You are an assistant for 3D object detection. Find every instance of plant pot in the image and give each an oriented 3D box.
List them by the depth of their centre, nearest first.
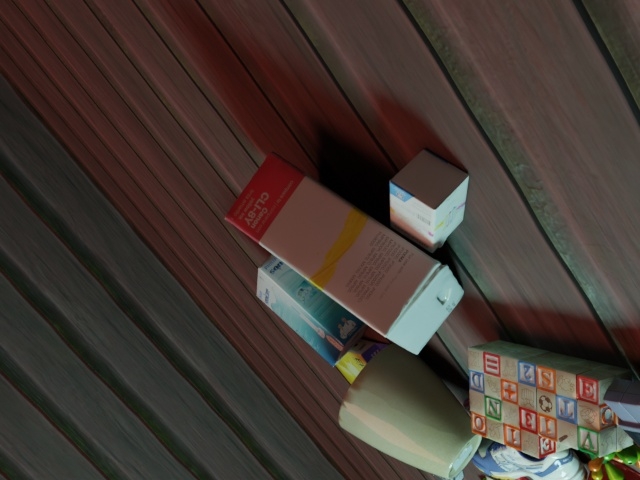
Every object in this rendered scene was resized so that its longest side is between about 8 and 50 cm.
[{"bbox_3d":[0.228,0.420,1.687,0.274,0.256,0.256,34,156,31],"label":"plant pot"}]

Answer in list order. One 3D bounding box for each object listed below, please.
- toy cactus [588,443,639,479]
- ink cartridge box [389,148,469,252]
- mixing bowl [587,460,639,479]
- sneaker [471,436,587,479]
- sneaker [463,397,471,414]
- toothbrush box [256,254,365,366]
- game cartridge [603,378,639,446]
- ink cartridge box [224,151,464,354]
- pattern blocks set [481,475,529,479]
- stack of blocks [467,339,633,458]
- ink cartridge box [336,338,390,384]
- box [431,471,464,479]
[{"bbox_3d":[0.509,0.377,1.352,0.219,0.112,0.180,50,169,-33],"label":"toy cactus"},{"bbox_3d":[0.176,-0.058,1.181,0.092,0.090,0.143,36,157,25],"label":"ink cartridge box"},{"bbox_3d":[0.603,0.539,1.445,0.181,0.098,0.181,38,158,19],"label":"mixing bowl"},{"bbox_3d":[0.444,0.461,1.603,0.297,0.112,0.131,-7,121,51],"label":"sneaker"},{"bbox_3d":[0.397,0.403,1.631,0.074,0.063,0.170,54,162,-18],"label":"sneaker"},{"bbox_3d":[-0.022,0.165,1.880,0.295,0.126,0.216,40,158,12],"label":"toothbrush box"},{"bbox_3d":[0.616,0.346,1.088,0.355,0.068,0.230,44,155,-15],"label":"game cartridge"},{"bbox_3d":[0.052,0.030,1.350,0.385,0.160,0.279,35,179,24],"label":"ink cartridge box"},{"bbox_3d":[0.539,0.712,1.959,0.324,0.026,0.285,50,158,-11],"label":"pattern blocks set"},{"bbox_3d":[0.400,0.291,1.285,0.297,0.087,0.171,5,100,58],"label":"stack of blocks"},{"bbox_3d":[0.169,0.396,2.023,0.303,0.072,0.307,55,159,-20],"label":"ink cartridge box"},{"bbox_3d":[0.329,0.626,2.149,0.183,0.056,0.231,29,152,38],"label":"box"}]
